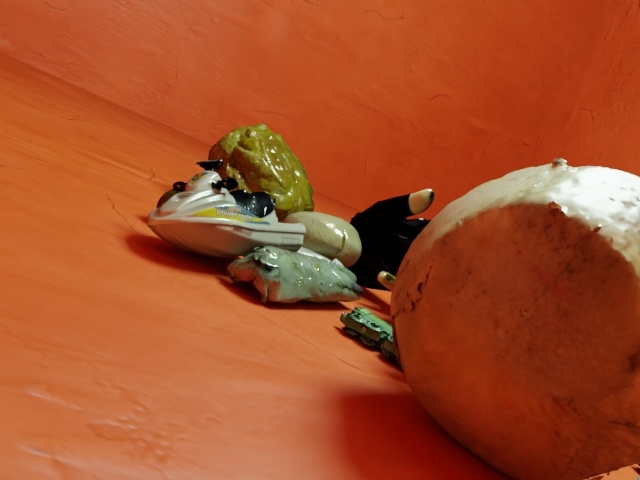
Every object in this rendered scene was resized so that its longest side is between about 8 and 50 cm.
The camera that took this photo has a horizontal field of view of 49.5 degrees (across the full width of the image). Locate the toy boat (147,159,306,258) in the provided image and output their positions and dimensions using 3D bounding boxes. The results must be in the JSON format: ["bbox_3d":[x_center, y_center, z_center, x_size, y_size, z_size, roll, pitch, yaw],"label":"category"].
[{"bbox_3d":[-0.133,-0.035,1.001,0.140,0.141,0.269,31,0,32],"label":"toy boat"}]

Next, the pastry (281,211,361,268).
[{"bbox_3d":[0.000,0.000,1.279,0.156,0.092,0.156,6,-9,1],"label":"pastry"}]

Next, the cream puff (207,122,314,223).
[{"bbox_3d":[-0.122,-0.120,1.416,0.244,0.196,0.244,160,-90,-86],"label":"cream puff"}]

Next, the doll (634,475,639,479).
[{"bbox_3d":[0.419,0.309,0.837,0.094,0.079,0.180,1,2,43],"label":"doll"}]

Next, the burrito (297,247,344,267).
[{"bbox_3d":[-0.050,0.028,1.186,0.203,0.064,0.064,24,8,-10],"label":"burrito"}]

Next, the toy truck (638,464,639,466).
[{"bbox_3d":[0.585,0.335,1.023,0.216,0.116,0.110,25,8,-10],"label":"toy truck"}]

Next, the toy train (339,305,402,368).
[{"bbox_3d":[0.095,0.142,0.978,0.148,0.038,0.071,31,9,26],"label":"toy train"}]

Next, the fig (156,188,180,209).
[{"bbox_3d":[-0.206,-0.036,1.083,0.084,0.082,0.098,121,-54,-84],"label":"fig"}]

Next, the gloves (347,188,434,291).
[{"bbox_3d":[0.156,0.006,1.283,0.152,0.197,0.301,-5,4,-21],"label":"gloves"}]

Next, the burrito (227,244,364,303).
[{"bbox_3d":[-0.025,0.056,1.046,0.096,0.066,0.309,36,12,27],"label":"burrito"}]

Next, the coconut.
[{"bbox_3d":[0.250,0.092,0.746,0.352,0.353,0.352,26,7,-4],"label":"coconut"}]
